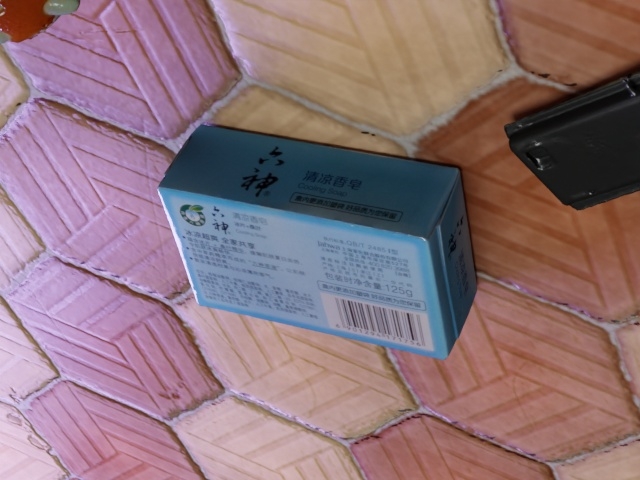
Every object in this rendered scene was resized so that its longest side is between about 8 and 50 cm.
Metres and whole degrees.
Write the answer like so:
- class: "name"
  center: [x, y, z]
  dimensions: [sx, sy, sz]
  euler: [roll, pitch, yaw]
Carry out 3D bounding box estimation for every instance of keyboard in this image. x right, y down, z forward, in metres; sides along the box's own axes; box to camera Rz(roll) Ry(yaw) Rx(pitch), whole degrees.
- class: "keyboard"
  center: [0.228, -0.080, 0.959]
  dimensions: [0.230, 0.025, 0.093]
  euler: [-19, 125, 46]

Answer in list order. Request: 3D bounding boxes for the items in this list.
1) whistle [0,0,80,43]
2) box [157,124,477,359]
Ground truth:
- class: "whistle"
  center: [-0.223, -0.202, 1.049]
  dimensions: [0.253, 0.105, 0.102]
  euler: [-31, 73, 51]
- class: "box"
  center: [0.000, 0.000, 1.159]
  dimensions: [0.232, 0.083, 0.143]
  euler: [12, 142, 24]
